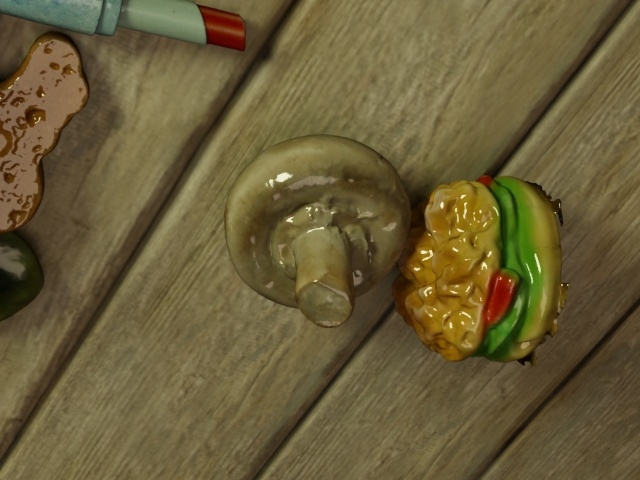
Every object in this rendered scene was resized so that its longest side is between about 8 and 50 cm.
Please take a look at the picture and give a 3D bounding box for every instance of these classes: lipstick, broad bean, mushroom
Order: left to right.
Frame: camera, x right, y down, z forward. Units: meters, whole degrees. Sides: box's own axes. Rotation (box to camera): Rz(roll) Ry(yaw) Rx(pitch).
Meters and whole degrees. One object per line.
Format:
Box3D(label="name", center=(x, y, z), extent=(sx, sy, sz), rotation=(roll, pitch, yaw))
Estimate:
Box3D(label="broad bean", center=(-0.410, 0.040, 1.010), extent=(0.206, 0.072, 0.153), rotation=(-20, 127, -15))
Box3D(label="lipstick", center=(-0.196, -0.225, 0.890), extent=(0.274, 0.061, 0.068), rotation=(7, 104, -26))
Box3D(label="mushroom", center=(0.000, 0.000, 1.001), extent=(0.207, 0.215, 0.207), rotation=(-3, 126, -4))

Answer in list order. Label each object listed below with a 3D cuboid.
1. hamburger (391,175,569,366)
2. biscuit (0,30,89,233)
Box3D(label="hamburger", center=(0.163, 0.035, 1.068), extent=(0.148, 0.237, 0.237), rotation=(2, 122, -15))
Box3D(label="biscuit", center=(-0.353, -0.091, 0.924), extent=(0.186, 0.044, 0.295), rotation=(28, 100, -25))
